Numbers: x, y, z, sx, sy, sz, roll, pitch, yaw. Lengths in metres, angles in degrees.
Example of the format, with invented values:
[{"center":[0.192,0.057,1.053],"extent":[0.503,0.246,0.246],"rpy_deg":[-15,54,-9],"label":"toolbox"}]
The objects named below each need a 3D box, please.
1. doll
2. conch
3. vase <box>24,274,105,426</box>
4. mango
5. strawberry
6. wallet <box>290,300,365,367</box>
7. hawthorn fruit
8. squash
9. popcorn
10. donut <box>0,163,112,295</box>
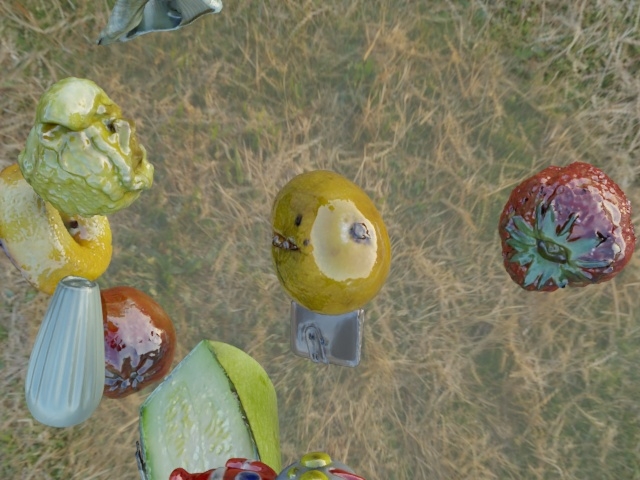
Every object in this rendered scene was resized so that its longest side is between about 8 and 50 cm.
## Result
[{"center":[-0.048,0.276,0.797],"extent":[0.245,0.142,0.076],"rpy_deg":[-5,110,6],"label":"doll"},{"center":[-0.174,-0.311,0.850],"extent":[0.137,0.234,0.114],"rpy_deg":[5,77,-20],"label":"conch"},{"center":[-0.420,0.183,1.247],"extent":[0.128,0.128,0.248],"rpy_deg":[13,104,3],"label":"vase"},{"center":[-0.005,0.001,0.934],"extent":[0.120,0.295,0.177],"rpy_deg":[-7,96,-19],"label":"mango"},{"center":[0.461,-0.034,1.386],"extent":[0.250,0.288,0.239],"rpy_deg":[-2,112,38],"label":"strawberry"},{"center":[0.008,0.165,1.335],"extent":[0.152,0.038,0.118],"rpy_deg":[6,100,33],"label":"wallet"},{"center":[-0.469,0.200,1.681],"extent":[0.254,0.254,0.300],"rpy_deg":[-33,58,-2],"label":"hawthorn fruit"},{"center":[-0.168,0.341,1.098],"extent":[0.210,0.309,0.233],"rpy_deg":[40,108,-17],"label":"squash"},{"center":[-0.406,-0.146,1.323],"extent":[0.225,0.286,0.174],"rpy_deg":[30,54,-14],"label":"popcorn"},{"center":[-0.550,-0.035,1.567],"extent":[0.110,0.303,0.303],"rpy_deg":[-20,83,14],"label":"donut"}]
